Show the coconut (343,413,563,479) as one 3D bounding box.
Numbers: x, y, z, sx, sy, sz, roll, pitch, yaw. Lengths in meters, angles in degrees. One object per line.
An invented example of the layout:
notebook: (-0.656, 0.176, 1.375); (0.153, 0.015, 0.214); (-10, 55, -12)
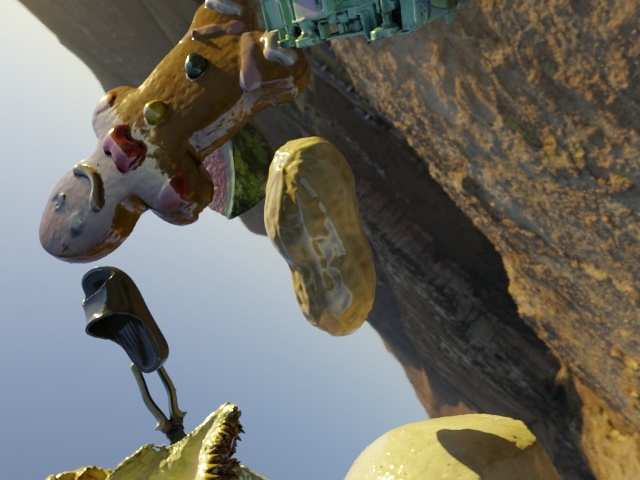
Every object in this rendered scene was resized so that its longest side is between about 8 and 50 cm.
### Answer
coconut: (0.215, 0.454, 0.736); (0.415, 0.415, 0.345); (41, -174, -44)

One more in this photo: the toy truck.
toy truck: (0.025, -0.189, 0.379); (0.175, 0.081, 0.067); (17, 128, 48)

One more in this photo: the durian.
durian: (-0.204, 0.350, 0.637); (0.166, 0.306, 0.172); (35, 142, 28)

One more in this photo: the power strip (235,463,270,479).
power strip: (-0.120, 0.510, 0.828); (0.213, 0.198, 0.065); (14, 151, 29)

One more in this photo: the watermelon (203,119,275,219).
watermelon: (-0.193, -0.152, 0.936); (0.207, 0.202, 0.136); (62, -177, -16)

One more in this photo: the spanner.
spanner: (-0.432, 0.475, 1.373); (0.325, 0.095, 0.040); (60, 145, 17)

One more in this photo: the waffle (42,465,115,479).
waffle: (-0.355, 0.391, 0.630); (0.249, 0.253, 0.056); (60, 143, 7)

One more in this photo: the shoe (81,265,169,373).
shoe: (-0.392, 0.154, 0.939); (0.241, 0.108, 0.093); (52, -158, 7)

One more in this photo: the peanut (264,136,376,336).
peanut: (0.000, 0.000, 0.755); (0.152, 0.152, 0.313); (-133, 27, -76)

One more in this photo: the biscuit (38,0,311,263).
biscuit: (-0.215, -0.143, 0.638); (0.283, 0.432, 0.064); (47, -179, 33)
